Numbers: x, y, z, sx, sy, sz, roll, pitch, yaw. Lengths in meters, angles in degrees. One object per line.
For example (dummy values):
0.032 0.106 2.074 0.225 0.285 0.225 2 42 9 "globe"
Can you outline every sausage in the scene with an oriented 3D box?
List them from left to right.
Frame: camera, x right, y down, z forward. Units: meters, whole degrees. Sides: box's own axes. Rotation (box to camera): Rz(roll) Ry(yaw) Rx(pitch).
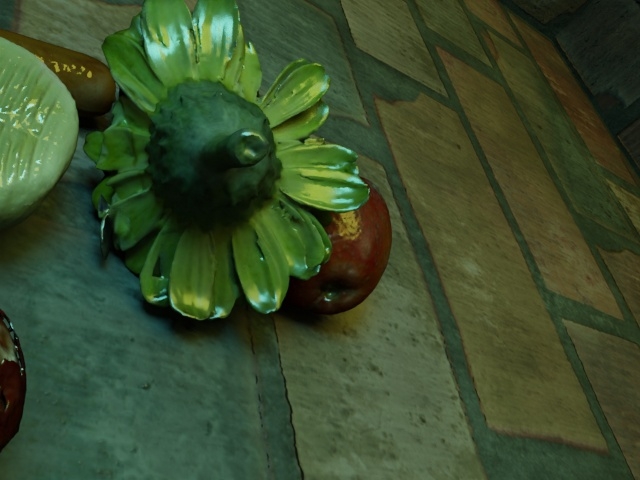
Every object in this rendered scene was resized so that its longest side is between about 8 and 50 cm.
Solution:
-0.314 -0.180 0.747 0.198 0.076 0.076 11 47 -42 "sausage"

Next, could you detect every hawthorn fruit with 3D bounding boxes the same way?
0.000 0.000 0.828 0.173 0.173 0.172 29 37 -25 "hawthorn fruit"

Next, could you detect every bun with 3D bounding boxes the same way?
-0.312 -0.081 0.604 0.178 0.128 0.193 25 50 -29 "bun"

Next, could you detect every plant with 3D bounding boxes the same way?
-0.116 -0.059 0.661 0.306 0.261 0.297 50 23 -15 "plant"

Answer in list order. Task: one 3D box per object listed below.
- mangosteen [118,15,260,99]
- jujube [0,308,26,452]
-0.144 -0.167 0.849 0.200 0.200 0.199 29 37 -25 "mangosteen"
-0.289 0.101 0.384 0.243 0.183 0.183 -13 65 -47 "jujube"
